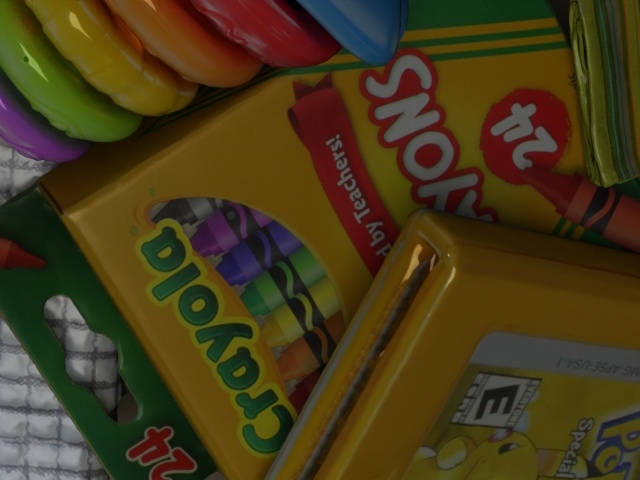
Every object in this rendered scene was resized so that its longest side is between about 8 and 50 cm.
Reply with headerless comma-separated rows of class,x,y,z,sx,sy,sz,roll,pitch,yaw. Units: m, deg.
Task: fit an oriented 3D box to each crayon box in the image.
crayon box,0.000,0.000,0.991,0.318,0.081,0.202,-34,112,-7

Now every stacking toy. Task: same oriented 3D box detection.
stacking toy,-0.123,-0.100,0.914,0.302,0.175,0.166,-33,136,17

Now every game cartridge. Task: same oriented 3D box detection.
game cartridge,0.114,0.133,1.029,0.323,0.053,0.285,11,116,-38

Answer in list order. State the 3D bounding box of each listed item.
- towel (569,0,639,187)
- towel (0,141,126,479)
towel,0.240,-0.104,0.991,0.237,0.021,0.102,-16,112,-15
towel,-0.242,0.022,1.055,0.283,0.121,0.235,3,103,-4
